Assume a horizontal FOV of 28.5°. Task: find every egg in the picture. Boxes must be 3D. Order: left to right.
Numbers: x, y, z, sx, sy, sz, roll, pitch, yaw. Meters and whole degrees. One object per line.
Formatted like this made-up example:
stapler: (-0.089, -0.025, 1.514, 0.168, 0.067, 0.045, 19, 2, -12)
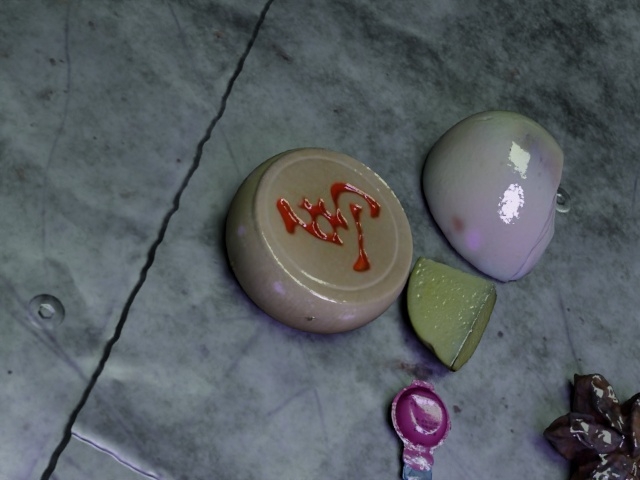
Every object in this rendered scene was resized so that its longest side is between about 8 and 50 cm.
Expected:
egg: (0.279, -0.098, 1.921, 0.206, 0.162, 0.271, 17, 55, -23)

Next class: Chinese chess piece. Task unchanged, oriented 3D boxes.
Chinese chess piece: (0.000, 0.000, 1.743, 0.273, 0.102, 0.273, 13, 58, -23)

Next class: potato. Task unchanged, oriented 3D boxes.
potato: (0.171, 0.113, 1.815, 0.120, 0.081, 0.149, 22, 67, 19)

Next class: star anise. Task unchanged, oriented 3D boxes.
star anise: (0.420, 0.287, 1.828, 0.214, 0.099, 0.220, 16, 56, -33)

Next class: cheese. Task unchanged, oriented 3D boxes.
cheese: (0.136, 0.260, 1.716, 0.095, 0.038, 0.145, 16, 63, -20)
